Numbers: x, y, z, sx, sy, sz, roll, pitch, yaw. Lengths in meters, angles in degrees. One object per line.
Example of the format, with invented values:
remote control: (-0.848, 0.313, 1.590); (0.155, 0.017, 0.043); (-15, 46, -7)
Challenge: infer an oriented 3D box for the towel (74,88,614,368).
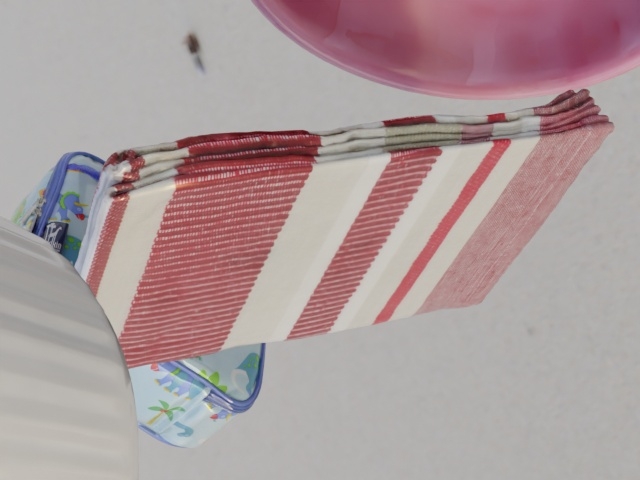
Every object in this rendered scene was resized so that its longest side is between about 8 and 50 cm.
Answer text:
towel: (0.000, 0.000, 0.884); (0.037, 0.328, 0.237); (68, 152, 26)

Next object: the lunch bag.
lunch bag: (-0.143, 0.041, 1.075); (0.219, 0.176, 0.090); (36, 124, -21)

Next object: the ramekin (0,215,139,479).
ramekin: (-0.192, 0.098, 0.575); (0.272, 0.127, 0.273); (-12, 71, 39)

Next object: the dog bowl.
dog bowl: (0.109, -0.248, 0.938); (0.408, 0.407, 0.150); (126, 156, -59)
